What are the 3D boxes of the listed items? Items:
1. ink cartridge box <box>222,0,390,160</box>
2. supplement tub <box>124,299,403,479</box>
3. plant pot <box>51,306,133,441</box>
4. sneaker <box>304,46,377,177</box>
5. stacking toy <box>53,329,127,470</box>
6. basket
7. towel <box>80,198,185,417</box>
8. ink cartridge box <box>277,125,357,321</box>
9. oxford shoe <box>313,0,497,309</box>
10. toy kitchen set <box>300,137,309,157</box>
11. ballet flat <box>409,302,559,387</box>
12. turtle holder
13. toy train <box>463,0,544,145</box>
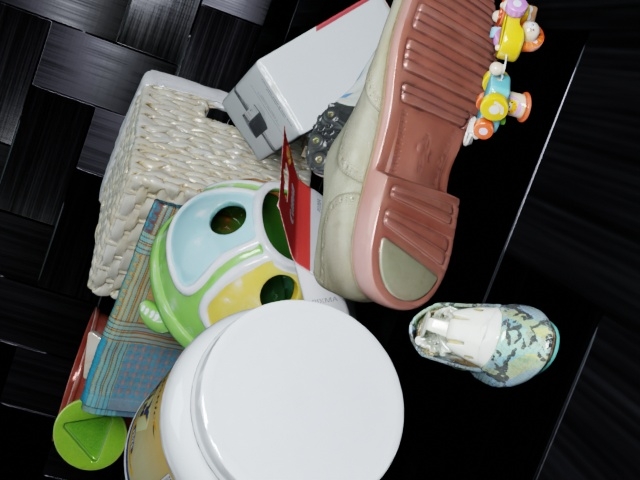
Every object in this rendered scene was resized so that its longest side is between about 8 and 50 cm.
[{"bbox_3d":[-0.009,-0.221,1.437,0.197,0.114,0.273,-33,6,-14],"label":"ink cartridge box"},{"bbox_3d":[-0.065,0.200,1.046,0.316,0.228,0.228,132,153,-60],"label":"supplement tub"},{"bbox_3d":[-0.360,0.300,2.030,0.272,0.265,0.272,-161,90,-77],"label":"plant pot"},{"bbox_3d":[0.068,-0.165,1.252,0.237,0.085,0.086,-53,-23,-14],"label":"sneaker"},{"bbox_3d":[-0.319,0.303,1.872,0.130,0.280,0.308,-96,24,-85],"label":"stacking toy"},{"bbox_3d":[-0.206,-0.063,1.782,0.266,0.328,0.331,-91,23,-44],"label":"basket"},{"bbox_3d":[-0.202,0.131,1.629,0.370,0.271,0.040,-67,31,17],"label":"towel"},{"bbox_3d":[0.000,0.000,1.201,0.181,0.056,0.224,-91,-9,-55],"label":"ink cartridge box"},{"bbox_3d":[0.071,-0.129,1.046,0.147,0.140,0.396,1,71,51],"label":"oxford shoe"},{"bbox_3d":[0.004,-0.092,1.473,0.068,0.083,0.075,-97,29,-63],"label":"toy kitchen set"},{"bbox_3d":[0.120,0.079,0.821,0.188,0.070,0.070,160,127,-73],"label":"ballet flat"},{"bbox_3d":[-0.111,0.054,1.407,0.227,0.243,0.320,-38,18,41],"label":"turtle holder"},{"bbox_3d":[0.179,-0.167,0.966,0.125,0.046,0.166,15,-91,-88],"label":"toy train"}]
